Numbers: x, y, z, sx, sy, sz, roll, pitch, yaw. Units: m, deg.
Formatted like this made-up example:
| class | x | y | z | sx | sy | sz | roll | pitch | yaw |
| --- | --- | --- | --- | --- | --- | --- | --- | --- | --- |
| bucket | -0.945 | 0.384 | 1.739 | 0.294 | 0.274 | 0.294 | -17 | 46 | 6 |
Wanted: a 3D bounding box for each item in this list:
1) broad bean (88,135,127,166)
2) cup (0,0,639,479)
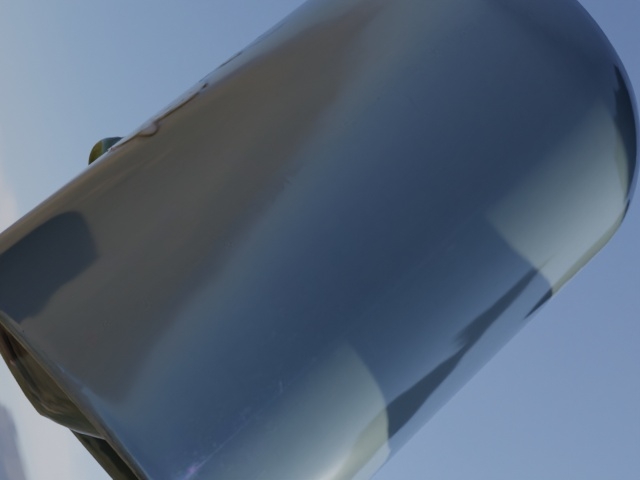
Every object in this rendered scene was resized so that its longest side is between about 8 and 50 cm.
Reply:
| class | x | y | z | sx | sy | sz | roll | pitch | yaw |
| --- | --- | --- | --- | --- | --- | --- | --- | --- | --- |
| broad bean | -0.128 | -0.029 | 0.892 | 0.063 | 0.045 | 0.083 | -102 | -179 | -74 |
| cup | 0.000 | 0.000 | 0.661 | 0.205 | 0.312 | 0.205 | 43 | -17 | 17 |
